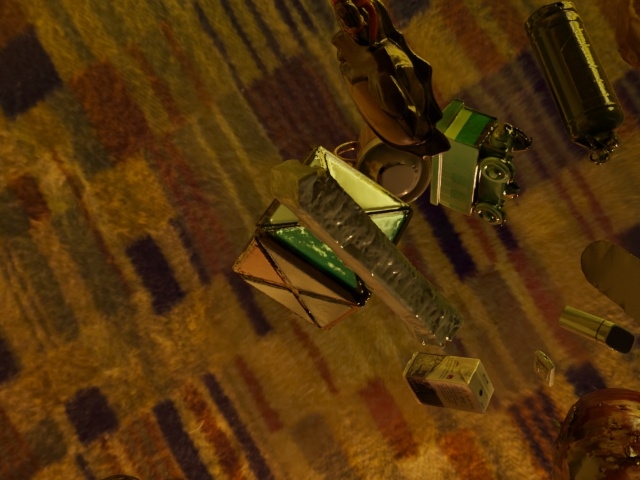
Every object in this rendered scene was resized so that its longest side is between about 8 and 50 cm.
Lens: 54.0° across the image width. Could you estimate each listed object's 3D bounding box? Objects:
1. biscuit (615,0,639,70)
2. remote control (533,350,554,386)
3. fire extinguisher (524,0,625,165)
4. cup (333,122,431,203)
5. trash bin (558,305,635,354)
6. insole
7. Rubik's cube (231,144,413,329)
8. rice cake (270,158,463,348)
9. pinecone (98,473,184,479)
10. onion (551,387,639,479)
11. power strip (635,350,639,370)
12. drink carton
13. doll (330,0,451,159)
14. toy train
[{"bbox_3d":[0.431,-0.250,0.553,0.359,0.074,0.381,-6,51,6],"label":"biscuit"},{"bbox_3d":[0.588,0.334,1.642,0.029,0.162,0.061,-37,58,-6],"label":"remote control"},{"bbox_3d":[0.446,-0.265,1.087,0.095,0.114,0.311,-29,68,38],"label":"fire extinguisher"},{"bbox_3d":[0.149,-0.218,1.601,0.241,0.226,0.185,4,124,-2],"label":"cup"},{"bbox_3d":[0.644,0.208,1.466,0.116,0.130,0.059,26,89,-33],"label":"trash bin"},{"bbox_3d":[0.509,0.101,0.936,0.007,0.328,0.111,4,120,-29],"label":"insole"},{"bbox_3d":[0.000,0.000,1.264,0.246,0.250,0.248,33,63,-4],"label":"Rubik's cube"},{"bbox_3d":[0.063,0.022,0.736,0.063,0.066,0.336,-52,126,-11],"label":"rice cake"},{"bbox_3d":[-0.146,0.283,0.444,0.244,0.257,0.243,0,95,5],"label":"pinecone"},{"bbox_3d":[0.418,0.315,0.824,0.219,0.252,0.252,-1,89,28],"label":"onion"},{"bbox_3d":[0.887,0.312,1.647,0.227,0.029,0.079,-6,78,-39],"label":"power strip"},{"bbox_3d":[0.368,0.409,1.810,0.222,0.102,0.134,-1,127,42],"label":"drink carton"},{"bbox_3d":[0.055,-0.187,0.646,0.088,0.127,0.248,-13,122,44],"label":"doll"},{"bbox_3d":[0.344,-0.161,1.388,0.202,0.300,0.120,27,66,22],"label":"toy train"}]
